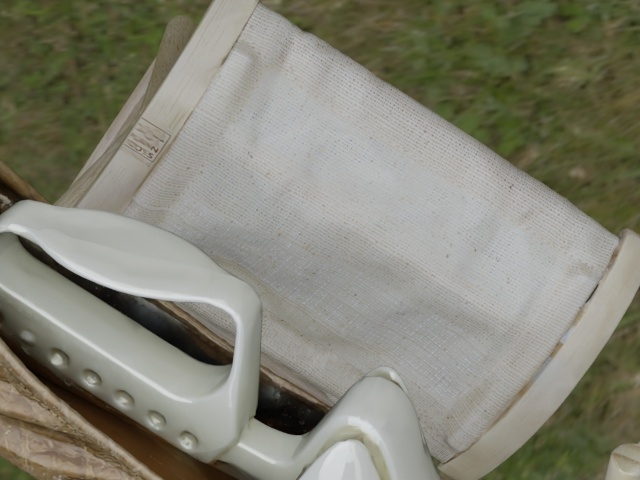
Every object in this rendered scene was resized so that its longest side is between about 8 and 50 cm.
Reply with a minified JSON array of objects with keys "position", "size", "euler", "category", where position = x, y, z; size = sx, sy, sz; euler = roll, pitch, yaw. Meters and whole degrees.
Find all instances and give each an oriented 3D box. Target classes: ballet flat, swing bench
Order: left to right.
[{"position":[-0.039,0.073,0.787],"size":[0.342,0.116,0.124],"euler":[36,129,1],"category":"ballet flat"},{"position":[0.000,0.000,1.047],"size":[0.253,0.254,0.165],"euler":[33,87,-10],"category":"swing bench"}]

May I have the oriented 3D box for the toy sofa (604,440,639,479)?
[{"position":[0.355,0.260,1.329],"size":[0.362,0.177,0.150],"euler":[29,145,21],"category":"toy sofa"}]
